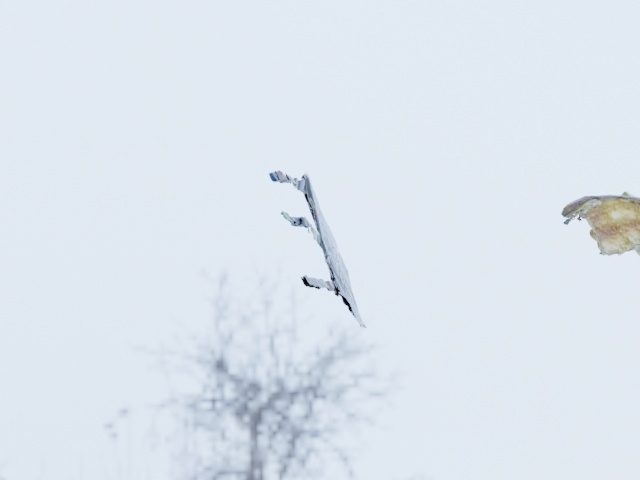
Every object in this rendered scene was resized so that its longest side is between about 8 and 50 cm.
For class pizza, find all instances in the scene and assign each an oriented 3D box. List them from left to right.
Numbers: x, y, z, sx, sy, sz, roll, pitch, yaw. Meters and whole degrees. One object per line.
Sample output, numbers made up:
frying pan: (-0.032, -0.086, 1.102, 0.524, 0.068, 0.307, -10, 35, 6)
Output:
pizza: (0.163, -0.004, 0.806, 0.083, 0.037, 0.016, 15, -14, -8)

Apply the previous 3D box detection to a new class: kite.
kite: (0.000, 0.000, 1.299, 0.015, 0.152, 0.285, -22, -6, 7)

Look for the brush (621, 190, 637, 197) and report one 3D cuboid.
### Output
brush: (0.280, -0.016, 1.280, 0.083, 0.019, 0.021, 20, -66, -22)
